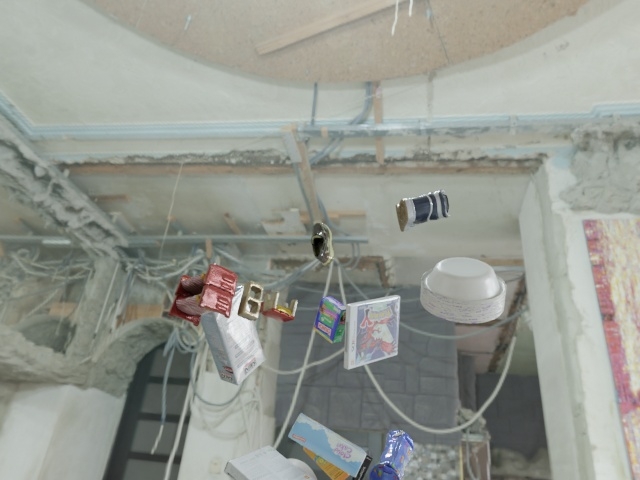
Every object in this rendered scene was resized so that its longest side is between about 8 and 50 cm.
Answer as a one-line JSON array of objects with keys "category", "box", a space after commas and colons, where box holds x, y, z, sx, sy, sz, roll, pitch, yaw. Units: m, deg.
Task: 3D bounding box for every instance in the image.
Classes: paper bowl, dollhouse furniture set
[{"category": "paper bowl", "box": [0.493, 0.157, 1.679, 0.284, 0.284, 0.148, 1, -68, 8]}, {"category": "dollhouse furniture set", "box": [-0.289, 0.230, 1.648, 0.374, 0.152, 0.201, 29, -34, -33]}]

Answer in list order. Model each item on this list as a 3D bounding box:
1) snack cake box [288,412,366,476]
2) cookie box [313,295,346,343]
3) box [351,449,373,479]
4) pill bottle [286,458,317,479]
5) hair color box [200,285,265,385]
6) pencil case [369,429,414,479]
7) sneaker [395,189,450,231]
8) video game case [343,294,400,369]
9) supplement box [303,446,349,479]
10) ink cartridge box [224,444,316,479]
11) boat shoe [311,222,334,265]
[{"category": "snack cake box", "box": [0.022, 0.715, 1.709, 0.264, 0.089, 0.152, 28, -17, 8]}, {"category": "cookie box", "box": [0.032, 0.231, 1.411, 0.040, 0.107, 0.092, 1, 19, -42]}, {"category": "box", "box": [0.137, 0.825, 1.702, 0.029, 0.162, 0.116, 26, -12, 11]}, {"category": "pill bottle", "box": [-0.168, 0.892, 1.588, 0.224, 0.224, 0.392, -8, -2, 23]}, {"category": "hair color box", "box": [-0.369, 0.389, 2.017, 0.113, 0.185, 0.375, 4, -62, 36]}, {"category": "pencil case", "box": [0.283, 0.853, 1.887, 0.119, 0.133, 0.306, 11, 11, 20]}, {"category": "sneaker", "box": [0.336, -0.098, 1.601, 0.153, 0.099, 0.282, -13, -5, 3]}, {"category": "video game case", "box": [0.150, 0.259, 1.386, 0.201, 0.184, 0.023, -5, 10, -38]}, {"category": "supplement box", "box": [0.024, 0.961, 2.139, 0.233, 0.078, 0.080, 48, 5, -6]}, {"category": "ink cartridge box", "box": [-0.153, 0.752, 1.534, 0.224, 0.045, 0.223, 23, 4, 32]}, {"category": "boat shoe", "box": [-0.001, 0.001, 1.936, 0.080, 0.224, 0.073, -37, -49, 24]}]
